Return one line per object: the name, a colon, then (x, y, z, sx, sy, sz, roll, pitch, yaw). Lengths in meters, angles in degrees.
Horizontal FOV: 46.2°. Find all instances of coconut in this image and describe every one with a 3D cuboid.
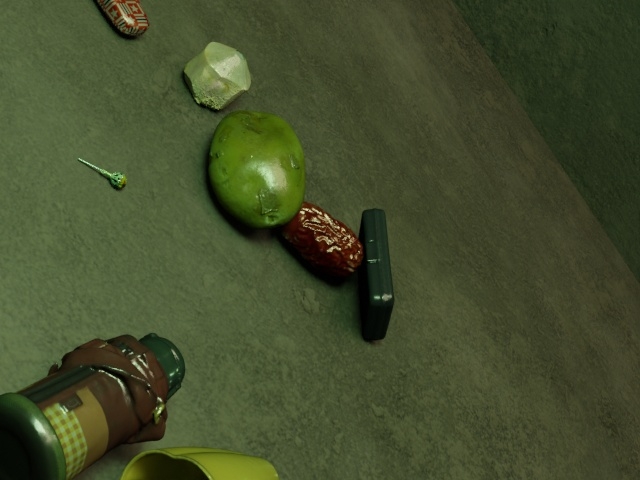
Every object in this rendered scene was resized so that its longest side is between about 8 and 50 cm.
coconut: (-0.193, -0.324, 1.456, 0.116, 0.122, 0.116, 31, 42, -32)

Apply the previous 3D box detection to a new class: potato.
potato: (-0.115, -0.138, 1.380, 0.186, 0.148, 0.253, 8, 49, -45)

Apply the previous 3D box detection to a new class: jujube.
jujube: (0.000, 0.000, 1.445, 0.176, 0.112, 0.109, 37, 52, -22)

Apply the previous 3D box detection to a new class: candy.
candy: (-0.348, -0.109, 1.198, 0.083, 0.025, 0.023, 27, 77, -18)

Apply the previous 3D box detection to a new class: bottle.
bottle: (-0.272, 0.203, 0.936, 0.156, 0.143, 0.271, 58, 34, 2)

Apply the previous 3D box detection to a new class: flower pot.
flower pot: (-0.142, 0.352, 0.952, 0.179, 0.195, 0.195, 13, 53, -61)

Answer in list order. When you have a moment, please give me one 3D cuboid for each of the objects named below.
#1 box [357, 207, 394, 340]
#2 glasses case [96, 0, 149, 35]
box: (0.106, 0.067, 1.494, 0.050, 0.160, 0.230, 1, 53, -3)
glasses case: (-0.391, -0.464, 1.395, 0.073, 0.049, 0.194, -23, 81, -53)
